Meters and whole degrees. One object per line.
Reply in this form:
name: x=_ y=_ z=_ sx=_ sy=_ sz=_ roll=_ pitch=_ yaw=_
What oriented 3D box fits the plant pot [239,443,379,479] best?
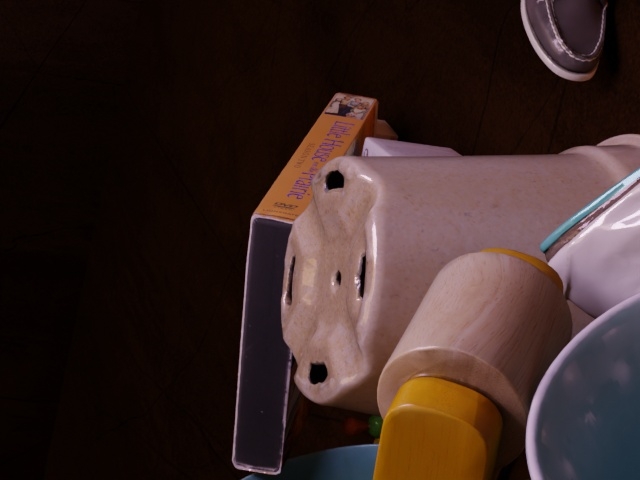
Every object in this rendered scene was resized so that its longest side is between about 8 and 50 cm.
plant pot: x=0.040 y=0.377 z=1.685 sx=0.293 sy=0.293 sz=0.235 roll=-150 pitch=48 yaw=-67

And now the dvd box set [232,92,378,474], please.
dvd box set: x=-0.012 y=0.036 z=1.872 sx=0.420 sy=0.062 sz=0.307 roll=-60 pitch=-22 yaw=-65

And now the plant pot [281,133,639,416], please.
plant pot: x=0.142 y=0.050 z=1.467 sx=0.334 sy=0.305 sz=0.334 roll=-174 pitch=90 yaw=-68

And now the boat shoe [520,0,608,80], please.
boat shoe: x=0.245 y=-0.264 z=1.599 sx=0.068 sy=0.081 sz=0.227 roll=120 pitch=151 yaw=-54

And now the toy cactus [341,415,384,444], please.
toy cactus: x=0.107 y=0.154 z=1.830 sx=0.180 sy=0.112 sz=0.219 roll=-43 pitch=36 yaw=45

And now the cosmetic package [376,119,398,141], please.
cosmetic package: x=0.059 y=-0.095 z=2.078 sx=0.060 sy=0.041 sz=0.115 roll=-120 pitch=42 yaw=-58

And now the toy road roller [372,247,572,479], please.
toy road roller: x=0.169 y=0.191 z=1.238 sx=0.202 sy=0.241 sz=0.329 roll=-56 pitch=-24 yaw=-50

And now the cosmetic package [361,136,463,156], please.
cosmetic package: x=0.130 y=-0.042 z=1.783 sx=0.231 sy=0.117 sz=0.085 roll=-131 pitch=50 yaw=-64

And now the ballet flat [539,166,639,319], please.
ballet flat: x=0.339 y=-0.065 z=1.224 sx=0.400 sy=0.139 sz=0.139 roll=-46 pitch=39 yaw=30

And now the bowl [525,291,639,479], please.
bowl: x=0.307 y=0.170 z=1.091 sx=0.311 sy=0.311 sz=0.163 roll=-117 pitch=5 yaw=-54
